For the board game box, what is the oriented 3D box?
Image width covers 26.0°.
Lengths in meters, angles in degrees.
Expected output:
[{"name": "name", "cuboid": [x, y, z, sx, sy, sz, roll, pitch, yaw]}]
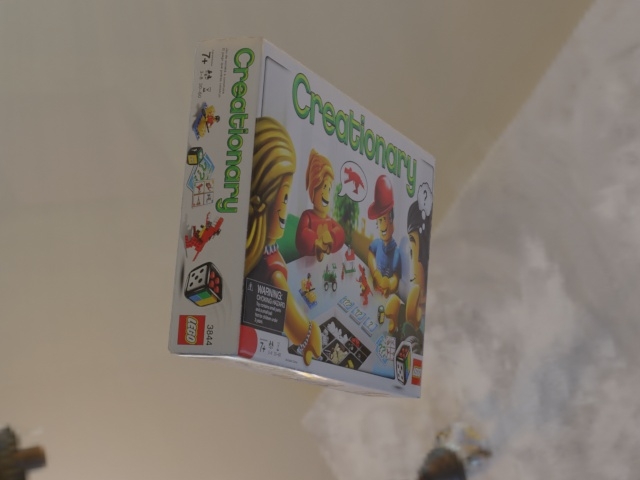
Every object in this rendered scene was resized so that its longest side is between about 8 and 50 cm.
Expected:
[{"name": "board game box", "cuboid": [0.000, 0.000, 0.951, 0.053, 0.305, 0.193, 0, -100, 25]}]
